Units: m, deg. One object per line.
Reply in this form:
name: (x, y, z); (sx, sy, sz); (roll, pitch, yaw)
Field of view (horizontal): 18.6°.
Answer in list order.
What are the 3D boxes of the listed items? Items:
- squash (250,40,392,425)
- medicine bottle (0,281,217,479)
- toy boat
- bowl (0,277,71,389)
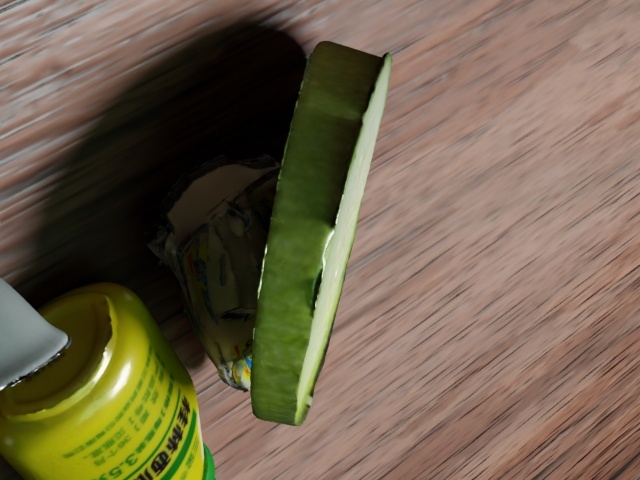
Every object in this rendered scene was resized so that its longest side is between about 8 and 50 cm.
squash: (-0.005, -0.001, 1.097); (0.219, 0.041, 0.219); (14, 90, -86)
medicine bottle: (-0.106, 0.128, 1.144); (0.111, 0.076, 0.309); (-49, 153, -14)
toy boat: (-0.051, 0.028, 1.140); (0.084, 0.066, 0.210); (-44, 150, -23)
bowl: (-0.209, 0.043, 0.837); (0.189, 0.189, 0.086); (-30, 101, -42)
